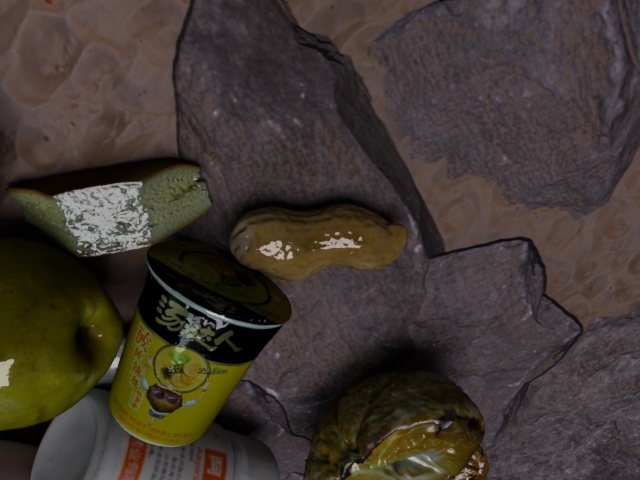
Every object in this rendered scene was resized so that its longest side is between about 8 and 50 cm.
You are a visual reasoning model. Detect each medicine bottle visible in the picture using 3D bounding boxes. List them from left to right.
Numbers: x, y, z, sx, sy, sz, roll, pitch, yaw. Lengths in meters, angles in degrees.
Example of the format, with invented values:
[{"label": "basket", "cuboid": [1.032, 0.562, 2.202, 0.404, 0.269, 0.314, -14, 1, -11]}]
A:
[{"label": "medicine bottle", "cuboid": [-0.262, 0.397, 0.935, 0.211, 0.211, 0.371, -41, 131, 17]}]

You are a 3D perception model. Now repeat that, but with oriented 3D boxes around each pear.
[{"label": "pear", "cuboid": [-0.419, 0.116, 0.711, 0.307, 0.252, 0.252, 5, 128, 19]}]

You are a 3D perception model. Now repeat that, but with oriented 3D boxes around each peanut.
[{"label": "peanut", "cuboid": [0.000, 0.000, 0.806, 0.263, 0.101, 0.117, -6, 150, -10]}]

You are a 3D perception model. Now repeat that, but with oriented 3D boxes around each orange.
[{"label": "orange", "cuboid": [0.123, 0.366, 1.013, 0.271, 0.210, 0.368, 28, 113, -29]}]

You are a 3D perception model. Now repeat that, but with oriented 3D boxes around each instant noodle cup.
[{"label": "instant noodle cup", "cuboid": [-0.182, 0.146, 0.772, 0.216, 0.215, 0.236, 23, 105, -24]}]

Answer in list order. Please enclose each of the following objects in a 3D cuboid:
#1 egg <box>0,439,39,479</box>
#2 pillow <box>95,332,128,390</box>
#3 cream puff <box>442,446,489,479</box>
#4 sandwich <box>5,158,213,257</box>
[{"label": "egg", "cuboid": [-0.551, 0.488, 0.896, 0.340, 0.354, 0.354, -20, 128, -21]}, {"label": "pillow", "cuboid": [-0.272, 0.210, 0.911, 0.254, 0.078, 0.144, 10, 132, -17]}, {"label": "cream puff", "cuboid": [0.300, 0.492, 1.205, 0.133, 0.104, 0.119, -4, 132, -7]}, {"label": "sandwich", "cuboid": [-0.276, -0.045, 0.727, 0.258, 0.096, 0.094, -10, 120, -7]}]
